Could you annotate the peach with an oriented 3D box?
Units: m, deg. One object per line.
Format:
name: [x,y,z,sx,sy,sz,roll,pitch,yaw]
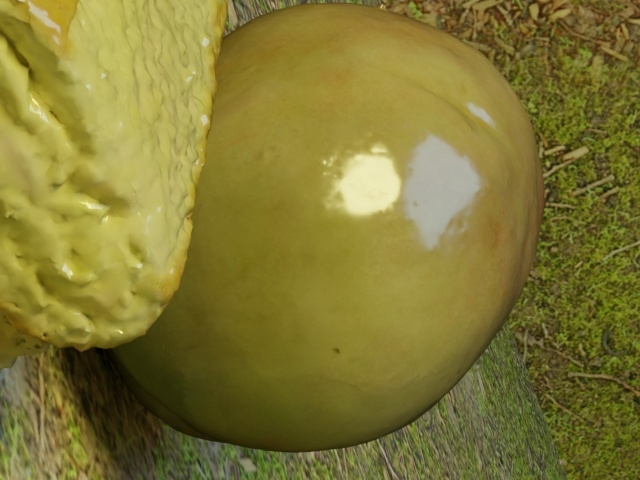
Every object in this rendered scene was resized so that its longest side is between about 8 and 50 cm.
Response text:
peach: [0.000,0.000,1.165,0.247,0.292,0.292,64,11,14]

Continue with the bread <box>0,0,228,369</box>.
bread: [-0.153,-0.136,1.002,0.375,0.165,0.236,-88,155,-51]
